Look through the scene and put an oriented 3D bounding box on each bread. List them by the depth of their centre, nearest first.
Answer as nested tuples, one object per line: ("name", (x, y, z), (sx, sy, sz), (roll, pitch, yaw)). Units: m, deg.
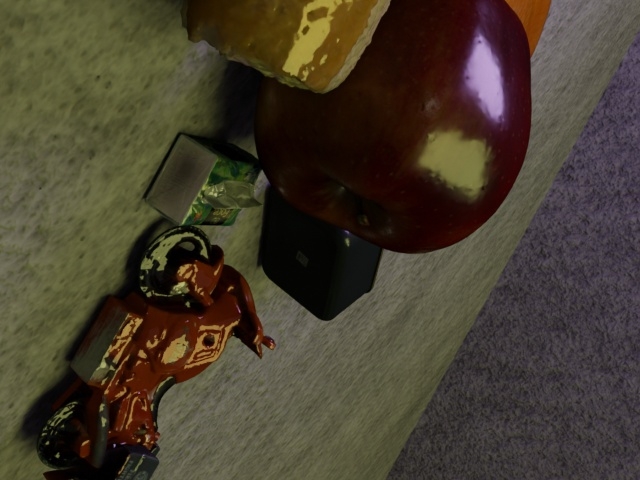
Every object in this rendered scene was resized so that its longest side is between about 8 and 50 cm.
("bread", (0.026, -0.304, 0.842), (0.375, 0.165, 0.236), (-61, 175, 10))

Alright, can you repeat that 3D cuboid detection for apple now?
("apple", (0.078, -0.143, 1.096), (0.288, 0.288, 0.316), (77, 30, -65))

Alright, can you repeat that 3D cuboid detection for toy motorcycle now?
("toy motorcycle", (-0.181, 0.144, 1.189), (0.221, 0.148, 0.325), (28, 95, -49))

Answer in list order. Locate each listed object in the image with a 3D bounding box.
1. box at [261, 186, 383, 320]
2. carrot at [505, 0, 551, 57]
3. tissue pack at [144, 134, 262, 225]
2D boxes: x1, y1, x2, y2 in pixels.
("box", (0.000, 0.000, 1.362), (0.090, 0.144, 0.201), (-38, 156, -32))
("carrot", (0.241, -0.324, 1.505), (0.258, 0.100, 0.307), (-23, 136, -54))
("tissue pack", (-0.111, -0.055, 1.094), (0.085, 0.079, 0.111), (-60, 160, 11))
